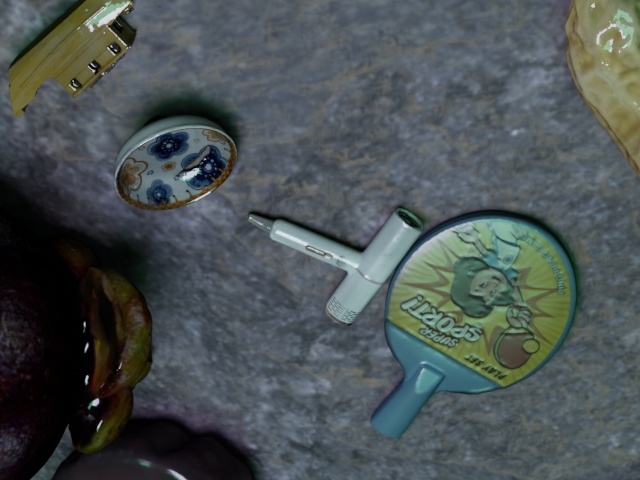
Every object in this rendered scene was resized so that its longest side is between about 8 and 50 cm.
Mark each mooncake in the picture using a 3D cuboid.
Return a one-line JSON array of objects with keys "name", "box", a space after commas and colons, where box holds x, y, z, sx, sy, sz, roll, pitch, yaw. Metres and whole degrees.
[{"name": "mooncake", "box": [-0.204, 0.356, 1.789, 0.283, 0.141, 0.283, 5, 111, 12]}]

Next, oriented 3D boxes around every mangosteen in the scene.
[{"name": "mangosteen", "box": [-0.385, 0.134, 1.587, 0.435, 0.382, 0.382, 11, 118, -18]}]

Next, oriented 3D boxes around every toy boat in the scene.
[{"name": "toy boat", "box": [-0.269, -0.204, 1.566, 0.200, 0.057, 0.077, -36, 113, 21]}]

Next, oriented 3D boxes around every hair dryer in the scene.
[{"name": "hair dryer", "box": [0.003, -0.007, 1.642, 0.183, 0.044, 0.155, 34, 113, -7]}]

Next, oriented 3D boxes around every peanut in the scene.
[{"name": "peanut", "box": [0.353, -0.148, 1.469, 0.140, 0.153, 0.325, -34, 115, 16]}]

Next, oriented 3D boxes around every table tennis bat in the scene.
[{"name": "table tennis bat", "box": [0.164, 0.107, 1.681, 0.215, 0.044, 0.329, 31, 114, -10]}]

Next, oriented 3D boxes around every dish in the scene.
[{"name": "dish", "box": [-0.171, -0.107, 1.600, 0.141, 0.078, 0.141, -16, 147, -11]}]
